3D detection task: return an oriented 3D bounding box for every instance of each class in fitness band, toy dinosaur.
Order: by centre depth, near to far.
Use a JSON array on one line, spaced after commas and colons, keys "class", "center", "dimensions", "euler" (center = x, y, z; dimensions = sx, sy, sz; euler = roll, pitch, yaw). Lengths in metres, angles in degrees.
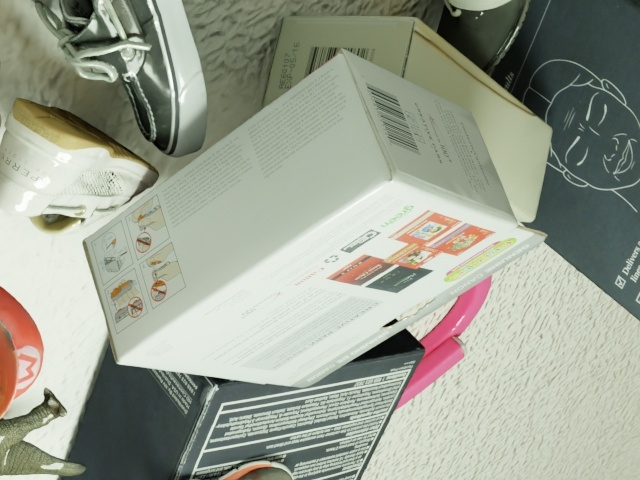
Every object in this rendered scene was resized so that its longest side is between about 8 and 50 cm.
[{"class": "toy dinosaur", "center": [-0.348, 0.174, 1.343], "dimensions": [0.160, 0.121, 0.313], "euler": [-39, 151, 10]}, {"class": "fitness band", "center": [0.102, 0.119, 1.776], "dimensions": [0.291, 0.054, 0.209], "euler": [-36, 143, -16]}]

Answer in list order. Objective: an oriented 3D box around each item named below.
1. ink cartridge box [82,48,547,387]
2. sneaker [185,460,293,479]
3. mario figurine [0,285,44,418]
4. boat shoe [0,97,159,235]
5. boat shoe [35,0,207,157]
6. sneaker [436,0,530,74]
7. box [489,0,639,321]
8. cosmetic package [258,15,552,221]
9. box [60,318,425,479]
[{"class": "ink cartridge box", "center": [0.000, 0.000, 1.248], "dimensions": [0.309, 0.130, 0.272], "euler": [-33, 152, 26]}, {"class": "sneaker", "center": [-0.085, 0.269, 1.408], "dimensions": [0.158, 0.065, 0.061], "euler": [-9, 132, -38]}, {"class": "mario figurine", "center": [-0.329, 0.084, 0.968], "dimensions": [0.320, 0.170, 0.198], "euler": [4, 156, -41]}, {"class": "boat shoe", "center": [-0.214, -0.052, 1.178], "dimensions": [0.096, 0.098, 0.277], "euler": [-60, 171, 2]}, {"class": "boat shoe", "center": [-0.170, -0.186, 1.148], "dimensions": [0.105, 0.113, 0.306], "euler": [-25, 138, -17]}, {"class": "sneaker", "center": [0.141, -0.302, 1.368], "dimensions": [0.146, 0.122, 0.330], "euler": [0, 128, -24]}, {"class": "box", "center": [0.385, -0.108, 1.545], "dimensions": [0.212, 0.395, 0.293], "euler": [-10, 133, -41]}, {"class": "cosmetic package", "center": [0.094, -0.117, 1.422], "dimensions": [0.309, 0.160, 0.113], "euler": [25, 75, -55]}, {"class": "box", "center": [-0.091, 0.196, 1.539], "dimensions": [0.296, 0.183, 0.294], "euler": [-5, 128, -42]}]
